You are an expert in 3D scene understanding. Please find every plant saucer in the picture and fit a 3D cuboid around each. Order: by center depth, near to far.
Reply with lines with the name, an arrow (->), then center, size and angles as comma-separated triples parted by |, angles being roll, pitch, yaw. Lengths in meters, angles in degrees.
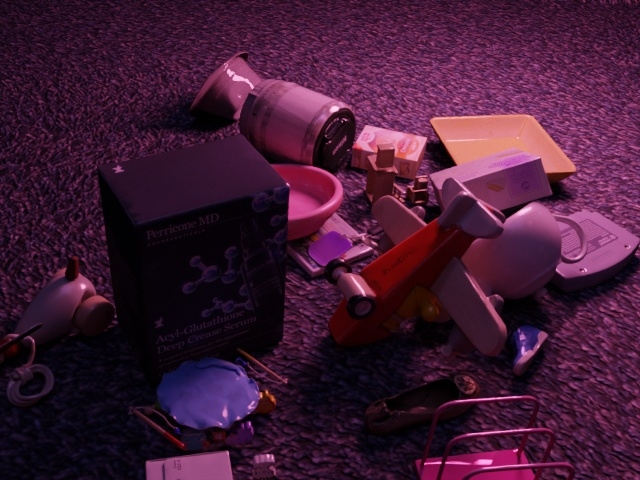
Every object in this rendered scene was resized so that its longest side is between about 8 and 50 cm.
plant saucer -> -0.109, -0.090, 1.860 | 0.332, 0.084, 0.332 | -2, 29, 1
plant saucer -> 0.511, -0.248, 2.168 | 0.333, 0.081, 0.332 | -3, 37, -10

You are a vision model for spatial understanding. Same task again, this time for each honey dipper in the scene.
honey dipper -> -0.266, 0.282, 1.427 | 0.161, 0.030, 0.030 | -29, 48, -34

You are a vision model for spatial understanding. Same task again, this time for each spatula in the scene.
spatula -> 0.102, -0.016, 1.822 | 0.297, 0.030, 0.084 | -22, 43, -31

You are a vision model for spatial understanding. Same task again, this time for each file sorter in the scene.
file sorter -> 0.294, 0.412, 1.188 | 0.202, 0.182, 0.290 | -3, 38, -10

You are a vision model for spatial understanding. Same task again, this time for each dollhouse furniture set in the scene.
dollhouse furniture set -> 0.208, -0.190, 1.975 | 0.161, 0.181, 0.101 | -6, 38, -13

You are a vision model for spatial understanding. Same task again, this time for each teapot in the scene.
teapot -> 0.448, 0.043, 1.686 | 0.187, 0.256, 0.252 | 55, 28, 7

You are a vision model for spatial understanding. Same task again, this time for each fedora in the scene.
fedora -> -0.267, -0.444, 2.269 | 0.124, 0.243, 0.275 | 38, 31, -4

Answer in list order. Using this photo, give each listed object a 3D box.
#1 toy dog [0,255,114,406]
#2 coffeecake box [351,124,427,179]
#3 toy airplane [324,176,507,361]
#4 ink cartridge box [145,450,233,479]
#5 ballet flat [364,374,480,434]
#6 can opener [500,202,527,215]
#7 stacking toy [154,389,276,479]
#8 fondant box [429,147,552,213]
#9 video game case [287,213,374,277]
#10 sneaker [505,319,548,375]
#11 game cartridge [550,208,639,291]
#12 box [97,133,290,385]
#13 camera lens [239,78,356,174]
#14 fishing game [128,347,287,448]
toy dog -> -0.561, 0.142, 1.471 | 0.220, 0.160, 0.333 | 16, 38, 15
coffeecake box -> 0.197, -0.253, 2.151 | 0.186, 0.068, 0.142 | 13, 39, 12
toy airplane -> 0.230, 0.064, 1.568 | 0.385, 0.272, 0.386 | -3, 53, 34
ink cartridge box -> -0.191, 0.424, 1.125 | 0.127, 0.176, 0.128 | -5, 38, -12
ballet flat -> 0.197, 0.303, 1.424 | 0.250, 0.058, 0.084 | -12, 41, -20
can opener -> 0.451, -0.101, 1.972 | 0.280, 0.074, 0.093 | -22, 44, -31
stacking toy -> -0.185, 0.348, 1.336 | 0.221, 0.052, 0.167 | -3, 35, -6
fondant box -> 0.400, -0.137, 1.828 | 0.238, 0.096, 0.330 | -17, 10, 7
video game case -> 0.000, 0.000, 1.835 | 0.184, 0.023, 0.201 | -20, 44, -29
sneaker -> 0.406, 0.217, 1.558 | 0.085, 0.058, 0.152 | 30, 39, 22
game cartridge -> 0.636, 0.025, 1.845 | 0.294, 0.060, 0.196 | -21, 40, -30
box -> -0.238, 0.036, 1.452 | 0.294, 0.395, 0.212 | -17, 42, -25
camera lens -> -0.057, -0.308, 2.072 | 0.274, 0.219, 0.219 | 26, 42, 26
fishing game -> -0.204, 0.279, 1.356 | 0.189, 0.041, 0.264 | 25, 34, 30
